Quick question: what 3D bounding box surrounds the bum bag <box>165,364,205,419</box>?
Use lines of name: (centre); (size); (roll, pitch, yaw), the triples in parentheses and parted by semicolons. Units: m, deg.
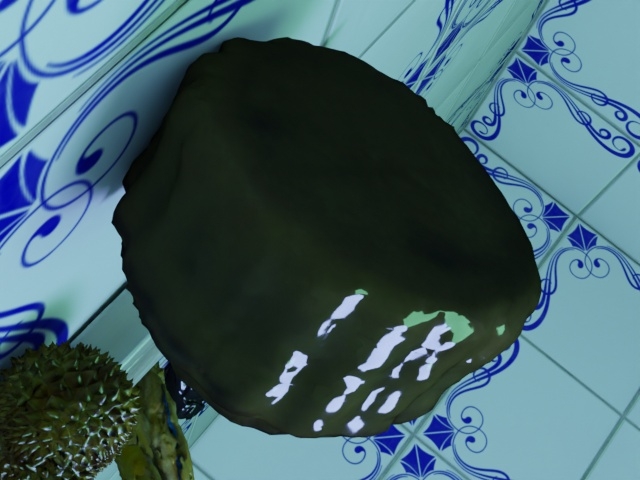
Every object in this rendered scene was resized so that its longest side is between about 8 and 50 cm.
bum bag: (-0.181, 0.191, 1.666); (0.340, 0.095, 0.144); (-48, -176, 35)

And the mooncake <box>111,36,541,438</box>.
mooncake: (0.001, 0.000, 0.820); (0.187, 0.324, 0.324); (-52, 175, 30)

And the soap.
soap: (-0.217, 0.118, 1.097); (0.183, 0.064, 0.121); (-48, 172, -24)

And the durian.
durian: (-0.233, 0.161, 0.922); (0.158, 0.137, 0.168); (-32, 172, 30)

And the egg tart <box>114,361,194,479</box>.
egg tart: (-0.230, 0.306, 1.433); (0.107, 0.290, 0.291); (-16, 166, -10)
